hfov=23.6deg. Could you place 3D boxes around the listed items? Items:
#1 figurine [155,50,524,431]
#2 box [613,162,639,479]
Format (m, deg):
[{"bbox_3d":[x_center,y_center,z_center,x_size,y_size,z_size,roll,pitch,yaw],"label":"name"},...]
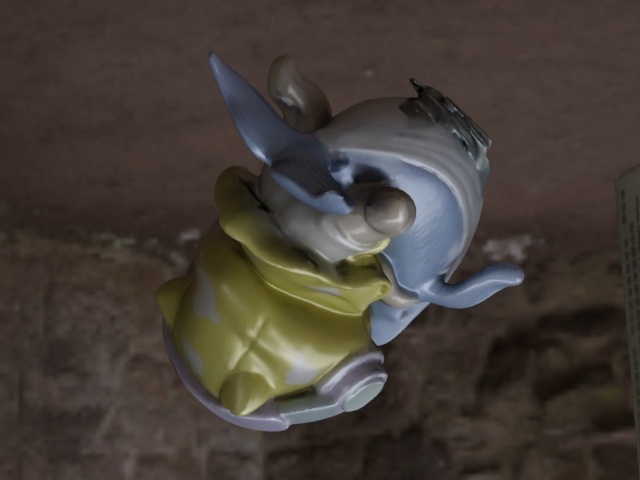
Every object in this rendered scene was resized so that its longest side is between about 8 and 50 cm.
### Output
[{"bbox_3d":[0.000,0.000,0.701,0.184,0.128,0.208,-39,149,-2],"label":"figurine"},{"bbox_3d":[0.250,0.084,0.817,0.168,0.259,0.071,0,168,-15],"label":"box"}]
